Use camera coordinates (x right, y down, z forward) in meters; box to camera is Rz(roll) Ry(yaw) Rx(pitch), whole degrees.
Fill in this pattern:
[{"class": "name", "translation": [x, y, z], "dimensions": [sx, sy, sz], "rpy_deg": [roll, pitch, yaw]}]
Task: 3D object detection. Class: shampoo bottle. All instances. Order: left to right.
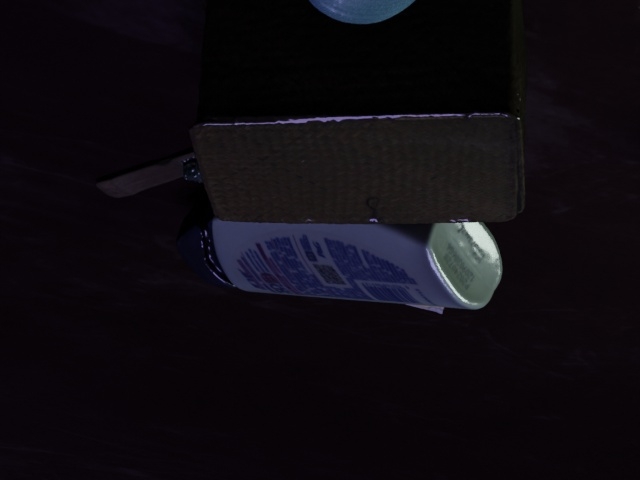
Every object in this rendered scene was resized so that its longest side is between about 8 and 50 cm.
[{"class": "shampoo bottle", "translation": [0.000, 0.000, 1.772], "dimensions": [0.359, 0.078, 0.134], "rpy_deg": [3, 143, 46]}]

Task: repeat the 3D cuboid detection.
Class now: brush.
[{"class": "brush", "translation": [-0.143, -0.064, 1.826], "dimensions": [0.190, 0.028, 0.034], "rpy_deg": [-14, 146, 34]}]

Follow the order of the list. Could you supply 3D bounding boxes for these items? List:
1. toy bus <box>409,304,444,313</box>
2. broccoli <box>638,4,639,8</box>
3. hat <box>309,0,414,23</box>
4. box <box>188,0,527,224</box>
[{"class": "toy bus", "translation": [0.103, -0.021, 1.816], "dimensions": [0.106, 0.092, 0.268], "rpy_deg": [12, 154, 3]}, {"class": "broccoli", "translation": [0.276, -0.209, 1.342], "dimensions": [0.220, 0.194, 0.194], "rpy_deg": [48, 145, 0]}, {"class": "hat", "translation": [0.048, -0.254, 1.379], "dimensions": [0.138, 0.078, 0.191], "rpy_deg": [8, 135, -26]}, {"class": "box", "translation": [0.037, -0.115, 1.576], "dimensions": [0.273, 0.143, 0.184], "rpy_deg": [-1, 152, 7]}]
